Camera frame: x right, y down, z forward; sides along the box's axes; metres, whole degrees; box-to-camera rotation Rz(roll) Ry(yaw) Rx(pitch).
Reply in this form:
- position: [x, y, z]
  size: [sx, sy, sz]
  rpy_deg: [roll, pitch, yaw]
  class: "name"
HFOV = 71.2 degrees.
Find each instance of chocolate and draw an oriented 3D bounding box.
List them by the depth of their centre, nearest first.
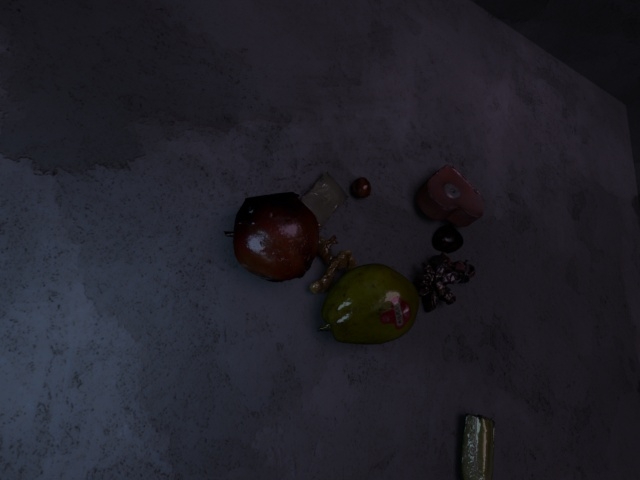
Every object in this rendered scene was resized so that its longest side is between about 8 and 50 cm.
- position: [0.577, -0.012, 1.982]
  size: [0.149, 0.080, 0.124]
  rpy_deg: [16, 69, -24]
  class: "chocolate"

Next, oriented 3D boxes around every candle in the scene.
- position: [0.565, -0.205, 2.006]
  size: [0.317, 0.131, 0.286]
  rpy_deg: [11, 59, -25]
  class: "candle"

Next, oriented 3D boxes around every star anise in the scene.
- position: [0.489, 0.180, 1.837]
  size: [0.214, 0.099, 0.219]
  rpy_deg: [-26, 97, -3]
  class: "star anise"

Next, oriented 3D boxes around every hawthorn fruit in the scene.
- position: [-0.140, -0.022, 1.455]
  size: [0.316, 0.316, 0.315]
  rpy_deg: [9, 72, -28]
  class: "hawthorn fruit"

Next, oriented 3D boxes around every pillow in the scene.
- position: [0.007, -0.152, 1.714]
  size: [0.148, 0.050, 0.229]
  rpy_deg: [52, 59, -19]
  class: "pillow"

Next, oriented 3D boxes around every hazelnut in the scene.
- position: [0.165, -0.210, 1.809]
  size: [0.086, 0.086, 0.085]
  rpy_deg: [9, 72, -28]
  class: "hazelnut"

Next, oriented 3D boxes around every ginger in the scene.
- position: [0.050, 0.113, 1.629]
  size: [0.193, 0.053, 0.176]
  rpy_deg: [4, 106, -45]
  class: "ginger"

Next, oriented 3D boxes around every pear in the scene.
- position: [0.157, 0.234, 1.567]
  size: [0.376, 0.287, 0.287]
  rpy_deg: [-24, 88, -11]
  class: "pear"

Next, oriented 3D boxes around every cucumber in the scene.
- position: [0.610, 0.849, 1.743]
  size: [0.145, 0.105, 0.325]
  rpy_deg: [33, 58, -49]
  class: "cucumber"

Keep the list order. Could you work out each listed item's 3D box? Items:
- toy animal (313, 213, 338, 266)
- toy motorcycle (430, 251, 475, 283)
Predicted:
- position: [0.000, 0.000, 1.641]
  size: [0.241, 0.057, 0.099]
  rpy_deg: [46, 75, -20]
  class: "toy animal"
- position: [0.578, 0.114, 1.923]
  size: [0.213, 0.118, 0.084]
  rpy_deg: [33, 53, -18]
  class: "toy motorcycle"
